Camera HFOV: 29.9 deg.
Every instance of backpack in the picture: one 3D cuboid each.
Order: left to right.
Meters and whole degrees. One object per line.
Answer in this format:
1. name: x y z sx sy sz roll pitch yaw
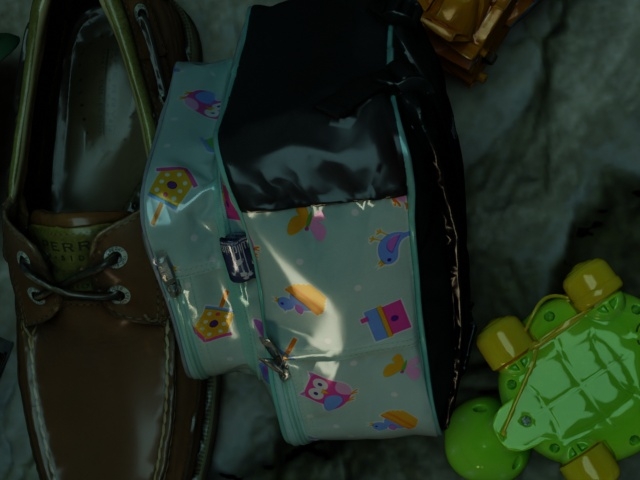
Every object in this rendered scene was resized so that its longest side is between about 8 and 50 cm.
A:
1. backpack: 0.000 0.000 0.547 0.145 0.165 0.188 -14 124 9

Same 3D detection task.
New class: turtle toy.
1. turtle toy: 0.116 0.073 0.576 0.130 0.066 0.095 -33 80 5

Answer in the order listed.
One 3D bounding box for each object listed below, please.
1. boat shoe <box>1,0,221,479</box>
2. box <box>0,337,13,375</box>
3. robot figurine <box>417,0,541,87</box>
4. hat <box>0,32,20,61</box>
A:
1. boat shoe: -0.118 0.005 0.609 0.111 0.104 0.307 -6 81 9
2. box: -0.213 0.109 0.618 0.027 0.094 0.137 20 85 12
3. robot figurine: 0.093 -0.238 0.616 0.211 0.085 0.291 30 88 12
4. hat: -0.204 0.015 0.652 0.209 0.173 0.183 -22 112 20
